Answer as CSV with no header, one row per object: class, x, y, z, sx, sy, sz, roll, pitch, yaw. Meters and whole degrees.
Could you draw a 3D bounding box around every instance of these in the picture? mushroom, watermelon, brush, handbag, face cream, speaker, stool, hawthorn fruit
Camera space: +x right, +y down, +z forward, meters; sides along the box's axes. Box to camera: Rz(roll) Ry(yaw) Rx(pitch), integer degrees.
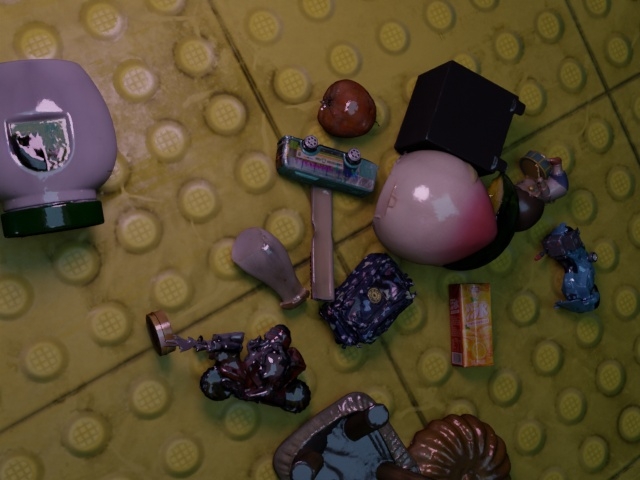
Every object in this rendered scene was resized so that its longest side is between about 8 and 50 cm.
mushroom,-0.115,0.066,1.800,0.116,0.093,0.225,-46,111,-1
watermelon,0.426,-0.028,1.922,0.123,0.129,0.301,22,108,-43
brush,0.000,0.000,1.844,0.060,0.050,0.321,7,70,-20
handbag,0.126,0.154,1.861,0.260,0.113,0.162,-43,106,-24
face cream,-0.597,-0.194,1.571,0.313,0.219,0.357,-10,94,-21
speaker,0.366,-0.306,1.932,0.254,0.184,0.232,22,80,-20
stool,0.081,0.558,1.741,0.310,0.226,0.310,-36,90,-11
hawthorn fruit,0.086,-0.333,1.857,0.189,0.149,0.149,-6,89,-18

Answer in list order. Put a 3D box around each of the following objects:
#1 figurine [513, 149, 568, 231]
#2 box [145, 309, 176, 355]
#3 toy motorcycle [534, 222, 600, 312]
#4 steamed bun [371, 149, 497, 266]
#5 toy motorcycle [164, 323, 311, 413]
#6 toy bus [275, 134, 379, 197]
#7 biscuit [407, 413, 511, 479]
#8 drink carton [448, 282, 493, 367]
figurine,0.549,-0.118,2.008,0.275,0.161,0.158,-40,76,-18
box,-0.368,0.212,1.689,0.037,0.105,0.105,-19,93,-25
toy motorcycle,0.709,0.092,2.070,0.182,0.124,0.272,-30,99,-40
steamed bun,0.300,-0.065,1.812,0.309,0.309,0.309,1,87,-19
toy motorcycle,-0.190,0.283,1.726,0.401,0.134,0.207,15,82,-25
toy bus,0.015,-0.187,1.846,0.262,0.091,0.109,14,74,-17
biscuit,0.371,0.622,1.928,0.326,0.107,0.325,2,83,-20
drink carton,0.405,0.226,1.975,0.096,0.071,0.222,-1,86,-19
